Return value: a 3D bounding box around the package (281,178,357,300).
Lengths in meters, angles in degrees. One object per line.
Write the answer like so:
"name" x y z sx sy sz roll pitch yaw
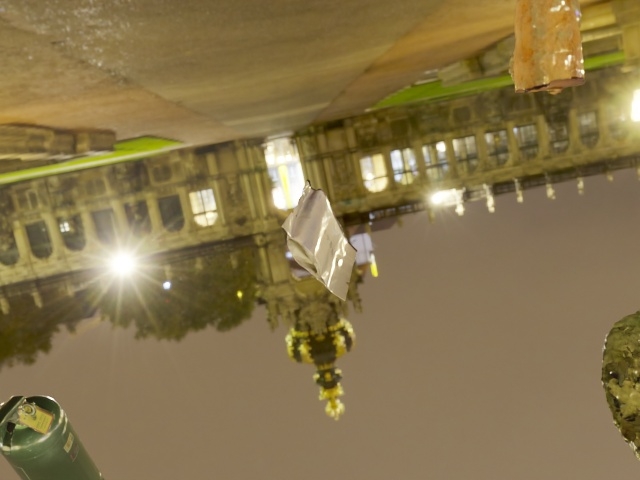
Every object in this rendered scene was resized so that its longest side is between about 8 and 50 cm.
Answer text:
"package" 0.000 0.000 1.564 0.062 0.251 0.204 -19 -150 31

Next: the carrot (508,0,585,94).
"carrot" 0.304 -0.330 0.862 0.102 0.263 0.102 -5 -171 1

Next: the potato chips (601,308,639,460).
"potato chips" 0.398 0.168 0.685 0.202 0.029 0.220 -26 -123 -17

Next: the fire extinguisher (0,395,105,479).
"fire extinguisher" -0.401 0.319 0.940 0.095 0.311 0.114 -1 -139 4
